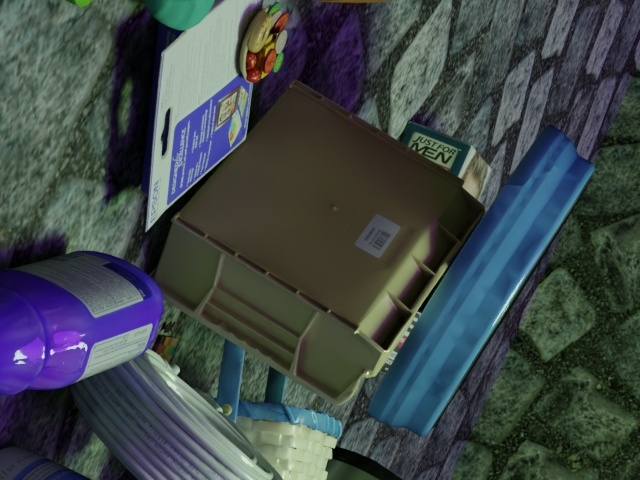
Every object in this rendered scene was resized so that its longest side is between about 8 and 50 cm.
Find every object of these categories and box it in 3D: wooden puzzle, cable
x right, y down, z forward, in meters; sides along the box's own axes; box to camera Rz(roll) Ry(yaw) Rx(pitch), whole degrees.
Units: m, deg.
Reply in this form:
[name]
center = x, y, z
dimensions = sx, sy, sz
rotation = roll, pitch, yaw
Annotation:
[wooden puzzle]
center = -0.177, 0.129, 1.958
dimensions = 0.083, 0.006, 0.049
rotation = -67, 163, 0
[cable]
center = -0.142, 0.199, 1.748
dimensions = 0.089, 0.257, 0.257
rotation = -47, 145, -1

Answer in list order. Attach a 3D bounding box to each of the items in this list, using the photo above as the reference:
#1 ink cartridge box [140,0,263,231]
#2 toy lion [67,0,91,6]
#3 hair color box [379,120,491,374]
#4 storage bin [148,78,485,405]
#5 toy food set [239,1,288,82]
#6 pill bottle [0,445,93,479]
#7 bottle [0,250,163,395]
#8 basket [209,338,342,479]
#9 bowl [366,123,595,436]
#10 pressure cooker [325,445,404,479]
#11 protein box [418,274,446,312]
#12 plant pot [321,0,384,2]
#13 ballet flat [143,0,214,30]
[ink cartridge box]
center = -0.125, -0.144, 1.704
dimensions = 0.208, 0.045, 0.206
rotation = -49, 155, -50
[toy lion]
center = -0.182, -0.233, 1.462
dimensions = 0.100, 0.034, 0.096
rotation = -59, 168, -24
[hair color box]
center = 0.122, 0.019, 2.544
dimensions = 0.347, 0.105, 0.174
rotation = -67, 163, -2
[storage bin]
center = 0.000, 0.000, 1.861
dimensions = 0.262, 0.260, 0.123
rotation = -52, 170, -40
[toy food set]
center = -0.055, -0.195, 1.747
dimensions = 0.082, 0.020, 0.083
rotation = -46, 151, -54
[pill bottle]
center = -0.207, 0.312, 1.651
dimensions = 0.152, 0.272, 0.152
rotation = -55, 159, -34
[bottle]
center = -0.241, 0.074, 1.513
dimensions = 0.283, 0.118, 0.092
rotation = -20, 131, -68
[basket]
center = -0.080, 0.191, 2.010
dimensions = 0.255, 0.201, 0.289
rotation = 53, 48, -72
[bowl]
center = 0.188, 0.052, 2.007
dimensions = 0.391, 0.077, 0.391
rotation = -57, 174, -10
[pressure cooker]
center = -0.049, 0.513, 2.237
dimensions = 0.420, 0.376, 0.370
rotation = -48, 135, -46
[protein box]
center = 0.089, 0.002, 2.258
dimensions = 0.136, 0.201, 0.200
rotation = -66, 163, -1
[plant pot]
center = 0.078, -0.348, 1.563
dimensions = 0.203, 0.291, 0.291
rotation = -2, 115, -51
[ballet flat]
center = -0.108, -0.281, 1.502
dimensions = 0.087, 0.083, 0.247
rotation = -121, -145, -54
